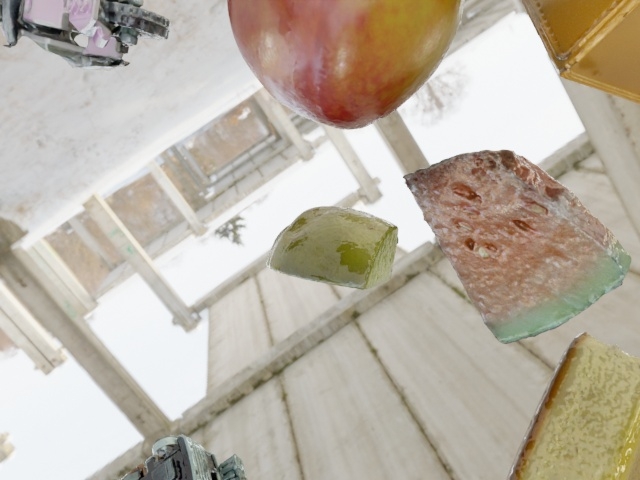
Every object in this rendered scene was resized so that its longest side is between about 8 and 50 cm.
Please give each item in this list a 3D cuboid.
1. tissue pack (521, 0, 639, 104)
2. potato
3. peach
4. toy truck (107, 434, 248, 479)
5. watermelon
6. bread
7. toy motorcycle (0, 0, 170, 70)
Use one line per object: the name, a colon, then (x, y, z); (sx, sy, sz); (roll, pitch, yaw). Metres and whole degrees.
tissue pack: (0.265, -0.255, 0.492); (0.145, 0.194, 0.274); (127, -38, -48)
potato: (0.000, 0.000, 0.620); (0.149, 0.081, 0.120); (7, 180, 16)
peach: (0.017, -0.177, 0.467); (0.197, 0.197, 0.197); (-32, -164, 10)
toy truck: (-0.290, 0.494, 1.101); (0.338, 0.184, 0.133); (-38, -136, 7)
watermelon: (0.216, -0.021, 0.707); (0.193, 0.257, 0.140); (-38, -164, 34)
bread: (0.382, 0.349, 0.881); (0.143, 0.323, 0.333); (18, -114, 35)
toy motorcycle: (-0.362, -0.326, 0.866); (0.188, 0.143, 0.327); (3, -167, -42)
